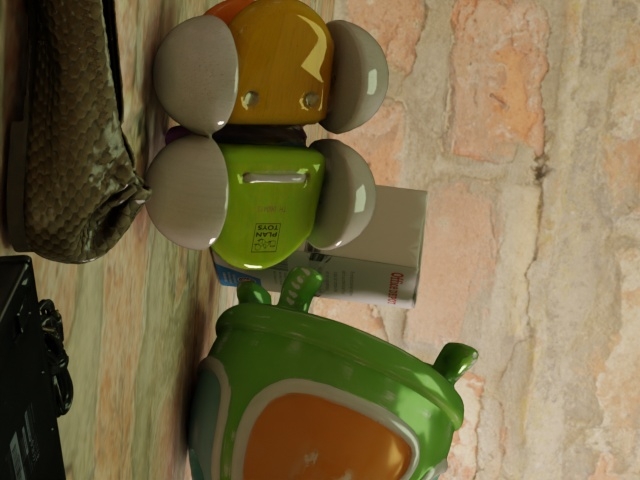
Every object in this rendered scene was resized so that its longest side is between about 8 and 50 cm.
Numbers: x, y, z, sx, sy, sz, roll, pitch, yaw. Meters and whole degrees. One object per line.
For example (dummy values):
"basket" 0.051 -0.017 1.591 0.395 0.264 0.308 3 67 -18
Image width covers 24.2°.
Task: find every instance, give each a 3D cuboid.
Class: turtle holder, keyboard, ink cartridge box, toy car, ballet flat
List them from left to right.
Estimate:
"keyboard" -0.132 0.082 0.641 0.180 0.023 0.108 94 10 -47
"ballet flat" -0.094 -0.110 0.617 0.084 0.058 0.249 -75 171 -76
"toy car" -0.050 -0.075 1.001 0.136 0.159 0.181 21 -71 55
"turtle holder" -0.024 0.171 1.339 0.320 0.243 0.227 1 -116 54
"ink cartridge box" 0.000 0.000 1.386 0.139 0.191 0.082 89 8 -72
